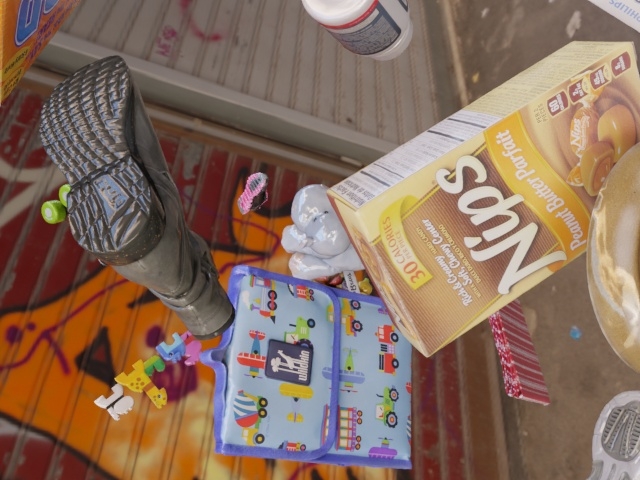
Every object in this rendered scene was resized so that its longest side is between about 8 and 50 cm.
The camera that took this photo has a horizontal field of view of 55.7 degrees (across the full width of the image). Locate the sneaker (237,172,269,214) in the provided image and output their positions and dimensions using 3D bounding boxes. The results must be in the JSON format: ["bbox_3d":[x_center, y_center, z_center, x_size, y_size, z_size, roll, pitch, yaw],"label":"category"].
[{"bbox_3d":[-0.130,-0.101,1.281,0.119,0.057,0.047,-50,54,45],"label":"sneaker"}]

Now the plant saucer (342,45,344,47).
[{"bbox_3d":[0.068,-0.376,1.071,0.083,0.015,0.083,-41,-26,-25],"label":"plant saucer"}]

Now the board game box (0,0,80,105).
[{"bbox_3d":[-0.503,-0.467,0.767,0.356,0.356,0.356,125,160,-45],"label":"board game box"}]

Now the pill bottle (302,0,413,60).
[{"bbox_3d":[0.059,-0.309,0.811,0.180,0.108,0.107,11,-86,-64],"label":"pill bottle"}]

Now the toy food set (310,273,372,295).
[{"bbox_3d":[0.054,0.110,1.689,0.128,0.218,0.071,16,-87,-68],"label":"toy food set"}]

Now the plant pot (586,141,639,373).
[{"bbox_3d":[0.344,0.016,0.561,0.032,0.236,0.236,-1,74,66],"label":"plant pot"}]

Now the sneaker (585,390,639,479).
[{"bbox_3d":[0.314,0.277,0.609,0.232,0.115,0.090,-61,17,0],"label":"sneaker"}]

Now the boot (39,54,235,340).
[{"bbox_3d":[-0.154,-0.035,0.525,0.246,0.084,0.161,65,-178,37],"label":"boot"}]

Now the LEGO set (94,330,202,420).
[{"bbox_3d":[-0.303,0.261,1.138,0.227,0.093,0.087,-37,-11,-22],"label":"LEGO set"}]

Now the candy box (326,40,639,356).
[{"bbox_3d":[0.187,-0.047,0.620,0.317,0.182,0.087,-32,25,-8],"label":"candy box"}]

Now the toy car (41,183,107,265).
[{"bbox_3d":[-0.504,-0.035,1.382,0.149,0.188,0.155,-31,-3,31],"label":"toy car"}]

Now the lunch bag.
[{"bbox_3d":[-0.025,0.167,0.779,0.138,0.293,0.220,-20,59,46],"label":"lunch bag"}]

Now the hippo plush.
[{"bbox_3d":[0.000,0.000,1.429,0.294,0.234,0.236,64,-171,20],"label":"hippo plush"}]

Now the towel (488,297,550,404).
[{"bbox_3d":[0.358,0.169,1.145,0.031,0.199,0.274,-24,62,28],"label":"towel"}]

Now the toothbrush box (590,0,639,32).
[{"bbox_3d":[0.499,-0.495,0.986,0.295,0.216,0.126,-50,-6,-38],"label":"toothbrush box"}]
